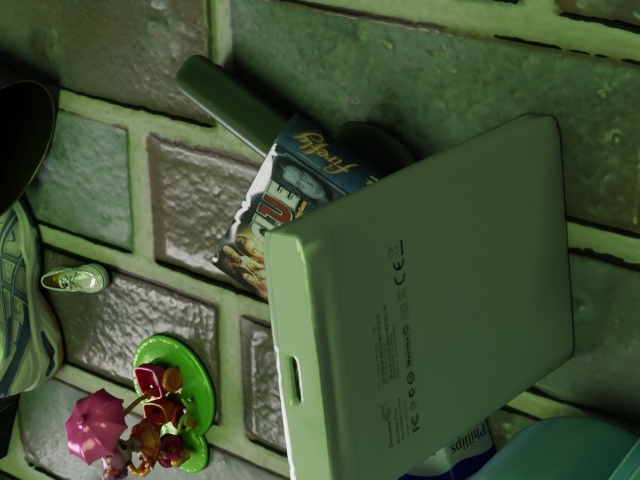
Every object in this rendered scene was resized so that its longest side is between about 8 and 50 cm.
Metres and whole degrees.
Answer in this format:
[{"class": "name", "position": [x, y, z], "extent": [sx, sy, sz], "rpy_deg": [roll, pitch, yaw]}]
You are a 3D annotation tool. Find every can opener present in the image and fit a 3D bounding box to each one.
[{"class": "can opener", "position": [-0.020, -0.103, 1.499], "extent": [0.280, 0.074, 0.093], "rpy_deg": [34, 93, 24]}]

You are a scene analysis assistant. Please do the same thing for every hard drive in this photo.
[{"class": "hard drive", "position": [0.094, 0.051, 1.255], "extent": [0.047, 0.353, 0.233], "rpy_deg": [9, 113, 39]}]

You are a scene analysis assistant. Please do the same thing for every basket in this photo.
[{"class": "basket", "position": [-0.445, -0.153, 1.781], "extent": [0.227, 0.154, 0.204], "rpy_deg": [38, 110, 29]}]

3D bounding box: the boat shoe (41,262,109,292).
[{"class": "boat shoe", "position": [-0.292, 0.047, 1.807], "extent": [0.100, 0.035, 0.035], "rpy_deg": [3, 109, 40]}]

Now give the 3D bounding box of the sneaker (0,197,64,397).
[{"class": "sneaker", "position": [-0.407, 0.049, 1.845], "extent": [0.112, 0.131, 0.296], "rpy_deg": [-11, 99, 45]}]

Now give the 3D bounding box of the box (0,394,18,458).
[{"class": "box", "position": [-0.480, 0.229, 1.963], "extent": [0.093, 0.156, 0.158], "rpy_deg": [37, 128, 25]}]

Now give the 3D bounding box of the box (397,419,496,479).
[{"class": "box", "position": [0.087, 0.169, 1.506], "extent": [0.126, 0.072, 0.137], "rpy_deg": [-12, 100, 44]}]

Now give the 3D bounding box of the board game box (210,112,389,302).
[{"class": "board game box", "position": [0.000, 0.000, 1.446], "extent": [0.165, 0.042, 0.243], "rpy_deg": [34, 147, 1]}]

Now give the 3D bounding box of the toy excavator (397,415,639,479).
[{"class": "toy excavator", "position": [0.152, 0.278, 1.368], "extent": [0.445, 0.222, 0.433], "rpy_deg": [36, 126, 19]}]

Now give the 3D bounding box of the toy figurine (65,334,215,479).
[{"class": "toy figurine", "position": [-0.214, 0.215, 1.726], "extent": [0.130, 0.159, 0.173], "rpy_deg": [4, 111, 40]}]
